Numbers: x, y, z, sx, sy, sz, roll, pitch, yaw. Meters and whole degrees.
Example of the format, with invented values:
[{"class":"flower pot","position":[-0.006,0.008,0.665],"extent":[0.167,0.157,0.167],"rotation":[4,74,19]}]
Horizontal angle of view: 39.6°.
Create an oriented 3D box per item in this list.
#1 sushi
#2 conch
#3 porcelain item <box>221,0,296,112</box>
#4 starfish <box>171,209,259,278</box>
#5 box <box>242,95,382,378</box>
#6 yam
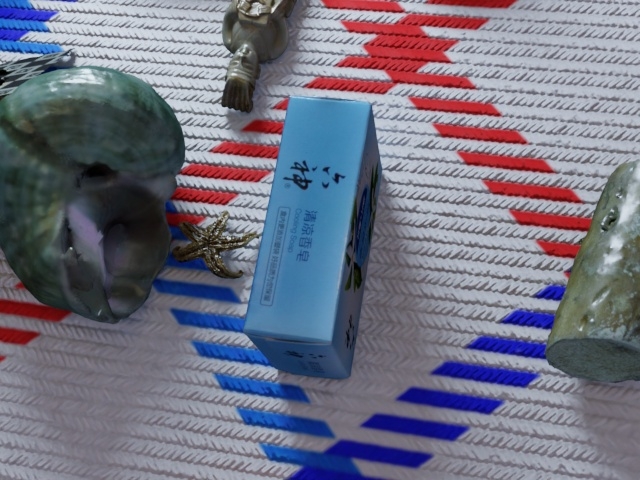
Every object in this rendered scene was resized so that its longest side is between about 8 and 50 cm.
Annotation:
[{"class":"sushi","position":[-0.350,-0.159,0.957],"extent":[0.139,0.031,0.201],"rotation":[-10,24,8]},{"class":"conch","position":[-0.225,-0.068,0.882],"extent":[0.195,0.220,0.277],"rotation":[-31,35,36]},{"class":"porcelain item","position":[-0.071,-0.245,0.980],"extent":[0.084,0.054,0.213],"rotation":[12,72,6]},{"class":"starfish","position":[-0.107,0.005,0.908],"extent":[0.091,0.028,0.078],"rotation":[-10,66,-1]},{"class":"box","position":[0.000,0.000,0.832],"extent":[0.083,0.142,0.232],"rotation":[5,70,10]},{"class":"yam","position":[0.278,0.034,0.798],"extent":[0.107,0.107,0.194],"rotation":[22,75,15]}]
